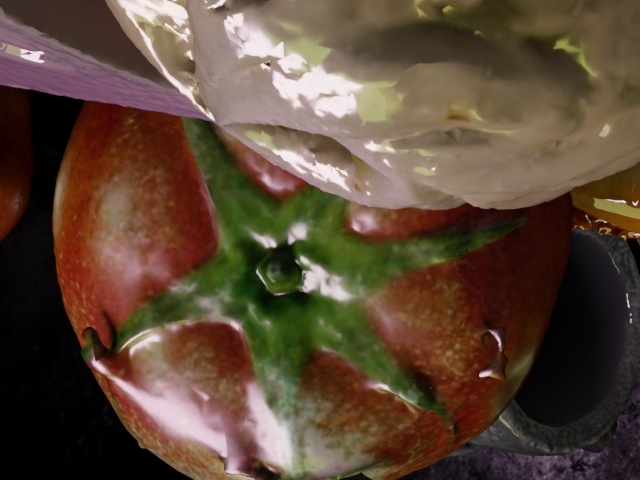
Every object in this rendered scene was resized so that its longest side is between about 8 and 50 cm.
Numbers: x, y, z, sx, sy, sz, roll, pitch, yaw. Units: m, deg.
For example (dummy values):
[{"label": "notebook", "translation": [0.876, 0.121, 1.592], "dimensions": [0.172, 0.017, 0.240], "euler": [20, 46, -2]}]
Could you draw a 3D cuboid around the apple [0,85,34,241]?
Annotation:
[{"label": "apple", "translation": [-0.321, -0.073, 0.836], "dimensions": [0.317, 0.288, 0.288], "euler": [4, 171, 39]}]

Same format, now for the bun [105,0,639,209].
[{"label": "bun", "translation": [0.020, -0.076, 0.403], "dimensions": [0.178, 0.128, 0.193], "euler": [14, 175, 43]}]

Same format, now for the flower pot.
[{"label": "flower pot", "translation": [0.159, 0.079, 1.469], "dimensions": [0.299, 0.299, 0.283], "euler": [17, 168, -39]}]

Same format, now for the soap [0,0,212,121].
[{"label": "soap", "translation": [-0.190, -0.140, 0.503], "dimensions": [0.296, 0.107, 0.285], "euler": [12, 174, 39]}]

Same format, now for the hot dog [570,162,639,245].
[{"label": "hot dog", "translation": [0.261, -0.011, 0.948], "dimensions": [0.249, 0.076, 0.102], "euler": [15, 174, 7]}]

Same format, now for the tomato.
[{"label": "tomato", "translation": [0.000, 0.000, 0.861], "dimensions": [0.303, 0.303, 0.239], "euler": [15, -167, 7]}]
